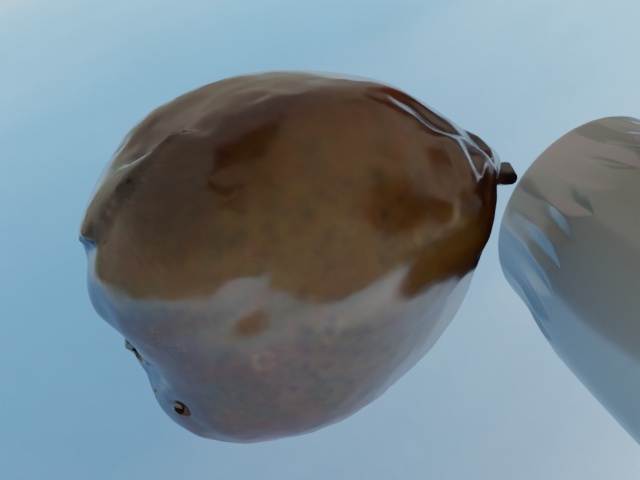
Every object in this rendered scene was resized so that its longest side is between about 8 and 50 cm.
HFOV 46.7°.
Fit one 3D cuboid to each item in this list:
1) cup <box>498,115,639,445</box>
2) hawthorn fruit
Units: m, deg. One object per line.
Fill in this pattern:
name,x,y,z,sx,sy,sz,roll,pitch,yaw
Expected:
cup,0.322,0.060,0.563,0.253,0.253,0.371,-22,-146,-10
hawthorn fruit,-0.021,0.008,0.597,0.324,0.308,0.308,-6,-144,23
